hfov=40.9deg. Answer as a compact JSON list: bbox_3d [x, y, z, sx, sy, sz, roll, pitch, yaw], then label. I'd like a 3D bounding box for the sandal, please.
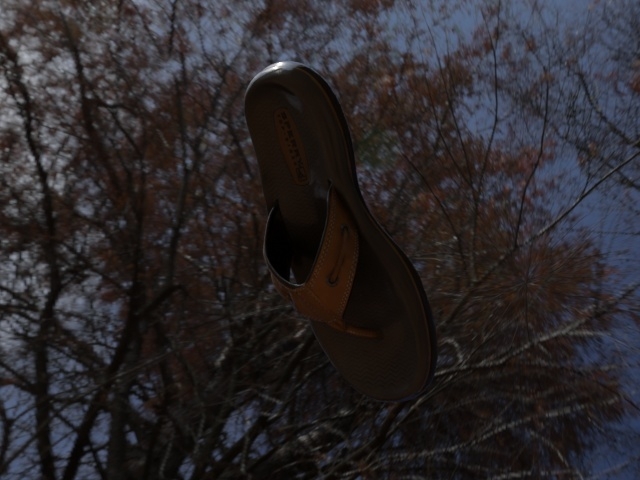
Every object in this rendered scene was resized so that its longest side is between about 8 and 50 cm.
[{"bbox_3d":[0.000,0.000,0.517,0.090,0.060,0.219,-13,-81,41],"label":"sandal"}]
